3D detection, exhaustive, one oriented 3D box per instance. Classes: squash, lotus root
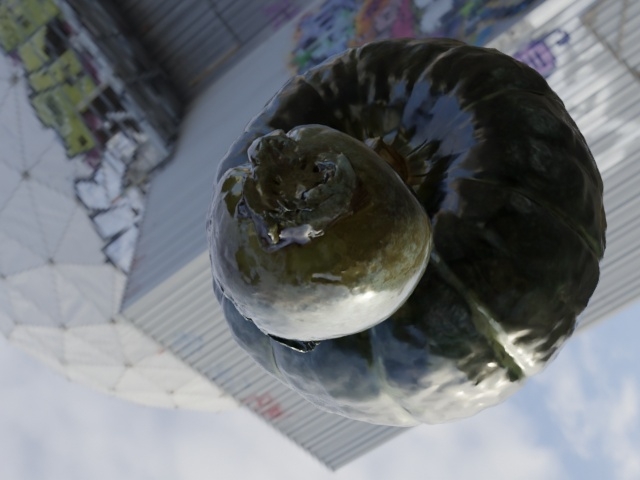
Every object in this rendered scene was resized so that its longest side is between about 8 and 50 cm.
[{"bbox_3d":[0.054,-0.009,0.761,0.165,0.252,0.252,41,-152,-55],"label":"squash"},{"bbox_3d":[0.000,0.003,0.490,0.088,0.088,0.165,60,178,8],"label":"lotus root"}]
